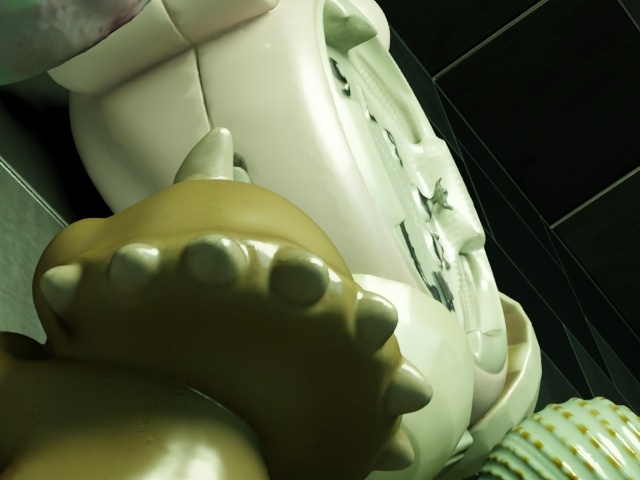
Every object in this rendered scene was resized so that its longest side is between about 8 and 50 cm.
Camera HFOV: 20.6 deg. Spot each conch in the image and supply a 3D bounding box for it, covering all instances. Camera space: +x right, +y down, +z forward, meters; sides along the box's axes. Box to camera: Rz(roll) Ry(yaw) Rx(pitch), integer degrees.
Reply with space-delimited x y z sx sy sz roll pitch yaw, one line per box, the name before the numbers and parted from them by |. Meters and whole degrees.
conch | 0.147 0.147 1.014 0.135 0.153 0.102 47 37 -57

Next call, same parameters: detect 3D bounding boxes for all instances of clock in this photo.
clock | 0.000 0.000 1.048 0.326 0.184 0.342 62 19 10

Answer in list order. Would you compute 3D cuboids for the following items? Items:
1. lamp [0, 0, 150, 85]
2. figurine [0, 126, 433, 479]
lamp | -0.212 -0.206 0.795 0.247 0.247 0.301 -57 132 -34
figurine | -0.043 0.072 0.705 0.177 0.173 0.247 51 13 -19
